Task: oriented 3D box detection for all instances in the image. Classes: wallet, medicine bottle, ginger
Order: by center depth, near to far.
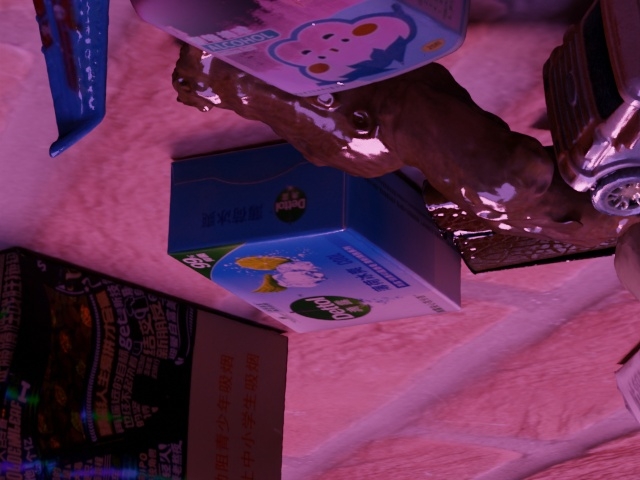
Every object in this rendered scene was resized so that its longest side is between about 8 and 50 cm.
[{"bbox_3d":[-0.027,-0.144,0.817,0.119,0.094,0.188,-13,156,39],"label":"medicine bottle"},{"bbox_3d":[0.052,-0.056,1.013,0.290,0.084,0.122,21,149,1],"label":"ginger"},{"bbox_3d":[0.205,-0.021,1.223,0.243,0.039,0.133,-8,154,18],"label":"wallet"}]

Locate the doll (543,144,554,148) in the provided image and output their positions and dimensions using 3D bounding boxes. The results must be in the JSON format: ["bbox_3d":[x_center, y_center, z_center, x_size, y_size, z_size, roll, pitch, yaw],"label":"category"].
[{"bbox_3d":[0.176,-0.045,1.103,0.078,0.077,0.113,-6,161,-5],"label":"doll"}]

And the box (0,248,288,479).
[{"bbox_3d":[-0.163,0.145,1.475,0.084,0.198,0.310,-16,153,42],"label":"box"}]

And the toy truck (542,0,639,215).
[{"bbox_3d":[0.261,-0.086,0.956,0.256,0.108,0.140,4,147,-13],"label":"toy truck"}]

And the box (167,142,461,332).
[{"bbox_3d":[0.000,-0.001,1.243,0.139,0.073,0.194,-9,158,26],"label":"box"}]

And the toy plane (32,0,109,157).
[{"bbox_3d":[-0.133,-0.167,0.694,0.271,0.254,0.105,-31,-167,19],"label":"toy plane"}]

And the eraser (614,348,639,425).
[{"bbox_3d":[0.400,0.096,1.466,0.213,0.082,0.397,2,160,-5],"label":"eraser"}]

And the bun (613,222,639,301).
[{"bbox_3d":[0.270,-0.014,1.090,0.183,0.102,0.183,-7,180,0],"label":"bun"}]
